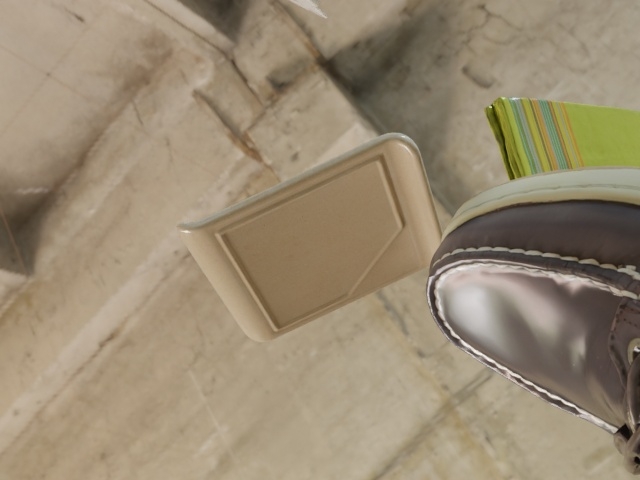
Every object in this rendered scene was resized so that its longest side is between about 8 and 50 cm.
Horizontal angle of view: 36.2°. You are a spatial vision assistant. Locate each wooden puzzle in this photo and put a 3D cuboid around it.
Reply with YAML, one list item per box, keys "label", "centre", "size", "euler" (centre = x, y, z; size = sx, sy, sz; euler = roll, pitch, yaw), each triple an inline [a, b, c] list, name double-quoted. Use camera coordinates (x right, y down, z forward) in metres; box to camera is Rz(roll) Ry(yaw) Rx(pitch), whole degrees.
- label: "wooden puzzle"
  centre: [0.000, 0.000, 0.987]
  size: [0.238, 0.044, 0.221]
  euler: [-21, -38, 3]

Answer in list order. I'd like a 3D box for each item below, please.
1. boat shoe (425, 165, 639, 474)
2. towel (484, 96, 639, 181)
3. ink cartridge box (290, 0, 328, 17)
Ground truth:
- label: "boat shoe"
  centre: [0.139, 0.052, 0.303]
  size: [0.092, 0.285, 0.103]
  euler: [-43, -46, -29]
- label: "towel"
  centre: [0.232, -0.067, 0.836]
  size: [0.237, 0.102, 0.021]
  euler: [-3, -16, -43]
- label: "ink cartridge box"
  centre: [-0.046, -0.232, 0.721]
  size: [0.061, 0.104, 0.181]
  euler: [-61, -15, 6]
